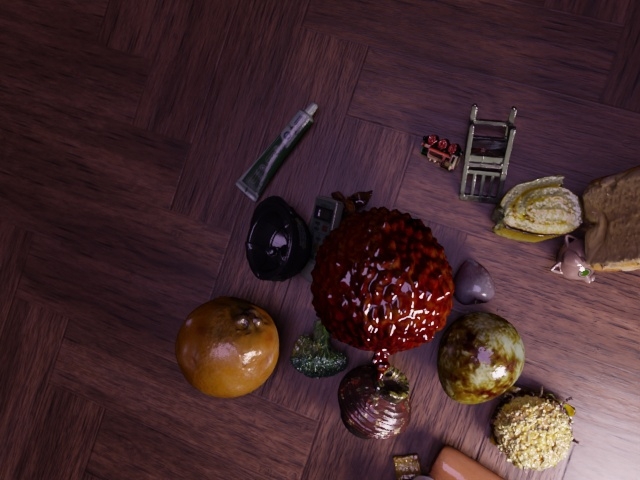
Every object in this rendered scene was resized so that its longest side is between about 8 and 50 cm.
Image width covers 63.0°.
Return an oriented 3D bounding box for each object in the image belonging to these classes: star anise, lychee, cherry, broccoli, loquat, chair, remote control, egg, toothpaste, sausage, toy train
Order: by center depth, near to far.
[{"bbox_3d":[0.177,0.149,1.512,0.425,0.424,0.500,-6,83,11],"label":"lychee"},{"bbox_3d":[0.460,0.348,1.539,0.238,0.238,0.289,36,105,10],"label":"egg"},{"bbox_3d":[0.478,0.742,1.575,0.304,0.121,0.121,30,94,12],"label":"sausage"},{"bbox_3d":[0.439,0.140,1.615,0.188,0.115,0.148,-9,105,16],"label":"cherry"},{"bbox_3d":[0.515,-0.269,1.620,0.136,0.147,0.270,7,132,14],"label":"chair"},{"bbox_3d":[-0.289,0.329,1.642,0.328,0.328,0.328,0,88,11],"label":"loquat"},{"bbox_3d":[0.382,-0.284,1.668,0.138,0.050,0.087,29,110,21],"label":"toy train"},{"bbox_3d":[-0.006,0.348,1.694,0.220,0.194,0.194,-18,84,33],"label":"broccoli"},{"bbox_3d":[0.000,0.000,1.698,0.123,0.038,0.285,25,104,52],"label":"remote control"},{"bbox_3d":[0.096,-0.084,1.716,0.140,0.158,0.144,-2,121,20],"label":"star anise"},{"bbox_3d":[-0.137,-0.309,1.775,0.099,0.061,0.392,41,99,10],"label":"toothpaste"}]

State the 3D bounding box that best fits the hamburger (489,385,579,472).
[{"bbox_3d":[0.632,0.555,1.544,0.243,0.139,0.261,13,91,12],"label":"hamburger"}]

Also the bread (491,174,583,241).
[{"bbox_3d":[0.647,-0.090,1.581,0.257,0.124,0.186,-8,80,12],"label":"bread"}]

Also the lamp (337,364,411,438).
[{"bbox_3d":[0.169,0.488,1.593,0.247,0.247,0.247,0,88,11],"label":"lamp"}]

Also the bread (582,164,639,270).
[{"bbox_3d":[0.933,-0.070,1.349,0.371,0.390,0.279,-7,86,-8],"label":"bread"}]

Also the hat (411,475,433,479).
[{"bbox_3d":[0.319,0.802,1.591,0.203,0.126,0.203,6,109,18],"label":"hat"}]

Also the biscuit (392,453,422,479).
[{"bbox_3d":[0.278,0.725,1.668,0.083,0.018,0.081,-13,85,10],"label":"biscuit"}]

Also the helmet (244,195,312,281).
[{"bbox_3d":[-0.120,0.005,1.700,0.230,0.160,0.279,-25,59,41],"label":"helmet"}]

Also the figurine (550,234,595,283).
[{"bbox_3d":[0.762,0.057,1.546,0.138,0.125,0.125,20,92,-11],"label":"figurine"}]
